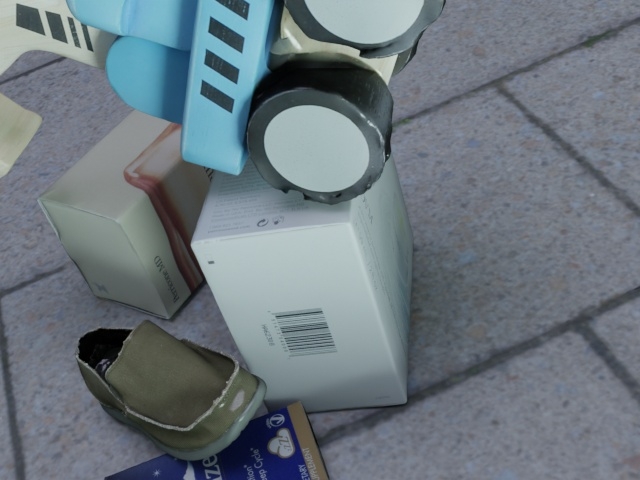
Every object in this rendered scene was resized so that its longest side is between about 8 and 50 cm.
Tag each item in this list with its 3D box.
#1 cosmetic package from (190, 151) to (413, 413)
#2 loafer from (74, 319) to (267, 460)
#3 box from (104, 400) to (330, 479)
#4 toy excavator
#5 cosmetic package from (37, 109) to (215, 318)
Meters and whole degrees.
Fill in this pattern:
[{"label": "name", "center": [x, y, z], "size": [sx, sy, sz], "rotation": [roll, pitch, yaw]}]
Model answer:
[{"label": "cosmetic package", "center": [0.000, 0.000, 0.884], "size": [0.138, 0.224, 0.225], "rotation": [-8, 42, 13]}, {"label": "loafer", "center": [-0.148, 0.126, 0.857], "size": [0.251, 0.087, 0.094], "rotation": [0, 47, 48]}, {"label": "box", "center": [-0.100, 0.232, 0.808], "size": [0.225, 0.037, 0.136], "rotation": [-22, 40, -2]}, {"label": "toy excavator", "center": [-0.141, -0.186, 0.775], "size": [0.445, 0.433, 0.222], "rotation": [18, 47, 1]}, {"label": "cosmetic package", "center": [-0.149, -0.074, 1.083], "size": [0.129, 0.153, 0.296], "rotation": [14, 51, 34]}]
